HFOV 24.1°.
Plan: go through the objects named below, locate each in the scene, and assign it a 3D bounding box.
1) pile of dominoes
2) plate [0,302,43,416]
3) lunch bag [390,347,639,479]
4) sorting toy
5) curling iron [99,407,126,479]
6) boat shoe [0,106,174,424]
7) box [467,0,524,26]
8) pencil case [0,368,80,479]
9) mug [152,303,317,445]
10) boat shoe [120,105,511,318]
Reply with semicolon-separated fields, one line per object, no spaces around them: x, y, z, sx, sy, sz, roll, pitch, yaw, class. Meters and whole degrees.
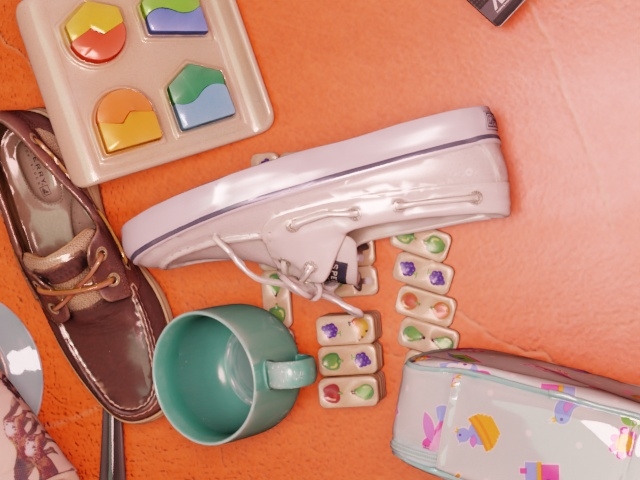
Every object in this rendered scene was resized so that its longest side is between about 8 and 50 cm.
0.031;0.033;1.446;0.196;0.040;0.251;-5;92;15;pile of dominoes
-0.380;0.146;1.570;0.188;0.024;0.188;1;93;14;plate
0.216;0.170;1.315;0.279;0.224;0.108;13;93;20;lunch bag
-0.169;-0.170;1.452;0.208;0.038;0.193;-19;88;-10;sorting toy
-0.198;0.284;1.526;0.068;0.035;0.274;-7;86;-6;curling iron
-0.246;0.025;1.471;0.123;0.123;0.342;-23;85;13;boat shoe
0.170;-0.360;1.329;0.216;0.060;0.270;38;103;-19;box
-0.427;0.133;1.482;0.183;0.160;0.410;-36;83;-18;pencil case
-0.072;0.131;1.434;0.158;0.097;0.129;34;113;29;mug
0.002;0.000;1.392;0.367;0.136;0.156;-16;84;4;boat shoe
